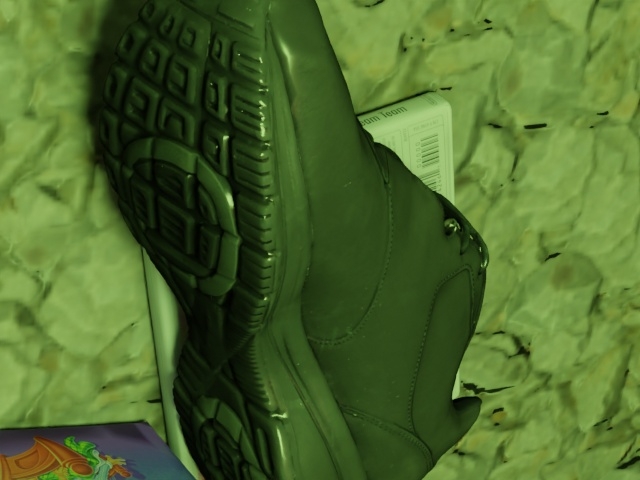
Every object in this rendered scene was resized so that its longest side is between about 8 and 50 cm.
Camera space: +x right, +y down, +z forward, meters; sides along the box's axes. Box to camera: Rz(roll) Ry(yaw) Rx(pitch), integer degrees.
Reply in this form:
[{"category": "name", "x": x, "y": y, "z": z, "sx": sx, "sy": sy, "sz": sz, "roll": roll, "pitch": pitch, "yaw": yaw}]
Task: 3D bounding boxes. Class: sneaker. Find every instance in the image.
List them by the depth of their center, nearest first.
[{"category": "sneaker", "x": 0.000, "y": 0.000, "z": 0.761, "sx": 0.130, "sy": 0.109, "sz": 0.286, "roll": -31, "pitch": 139, "yaw": -23}]

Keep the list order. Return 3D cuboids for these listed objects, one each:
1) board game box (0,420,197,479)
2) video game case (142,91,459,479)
[{"category": "board game box", "x": -0.227, "y": 0.195, "z": 0.749, "sx": 0.347, "sy": 0.078, "sz": 0.233, "roll": 0, "pitch": 116, "yaw": -34}, {"category": "video game case", "x": -0.005, "y": 0.026, "z": 0.842, "sx": 0.143, "sy": 0.019, "sz": 0.157, "roll": -20, "pitch": 126, "yaw": -23}]
